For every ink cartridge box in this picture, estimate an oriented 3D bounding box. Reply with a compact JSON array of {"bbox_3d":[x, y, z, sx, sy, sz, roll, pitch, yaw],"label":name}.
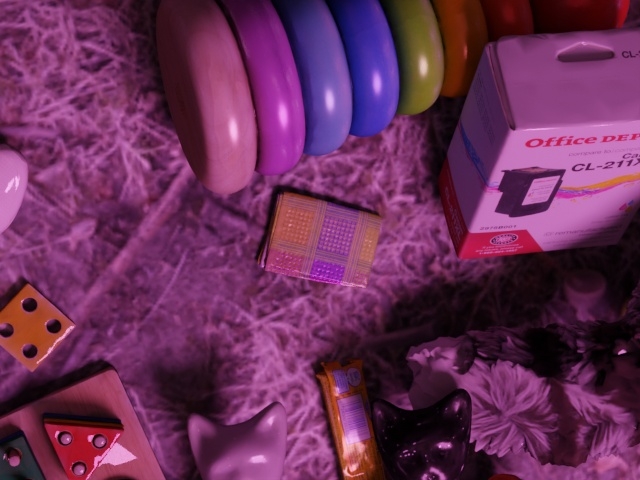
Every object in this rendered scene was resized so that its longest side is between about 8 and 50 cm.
[{"bbox_3d":[0.162,-0.063,1.023,0.127,0.175,0.072,-5,63,-10],"label":"ink cartridge box"}]

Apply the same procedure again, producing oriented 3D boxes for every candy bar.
[{"bbox_3d":[0.029,0.165,1.114,0.040,0.018,0.162,-14,100,-12],"label":"candy bar"}]

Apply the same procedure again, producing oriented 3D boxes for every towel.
[{"bbox_3d":[0.000,0.000,1.088,0.083,0.009,0.060,12,95,-13],"label":"towel"}]

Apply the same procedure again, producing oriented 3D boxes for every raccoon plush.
[{"bbox_3d":[0.310,0.018,1.104,0.446,0.299,0.216,6,115,20],"label":"raccoon plush"}]

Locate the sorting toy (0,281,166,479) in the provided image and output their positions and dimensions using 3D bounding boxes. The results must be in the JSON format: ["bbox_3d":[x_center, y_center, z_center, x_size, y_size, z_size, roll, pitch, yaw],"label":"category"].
[{"bbox_3d":[-0.183,0.170,1.059,0.132,0.046,0.275,-24,101,-7],"label":"sorting toy"}]

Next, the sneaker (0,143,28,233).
[{"bbox_3d":[-0.254,-0.002,1.013,0.053,0.061,0.152,43,87,-12],"label":"sneaker"}]

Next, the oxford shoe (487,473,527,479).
[{"bbox_3d":[0.165,0.298,1.132,0.098,0.097,0.271,-11,108,-24],"label":"oxford shoe"}]

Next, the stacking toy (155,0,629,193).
[{"bbox_3d":[0.062,-0.135,1.025,0.330,0.141,0.141,-15,101,-13],"label":"stacking toy"}]

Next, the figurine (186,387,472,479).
[{"bbox_3d":[0.007,0.209,1.063,0.214,0.092,0.209,-3,106,-6],"label":"figurine"}]
